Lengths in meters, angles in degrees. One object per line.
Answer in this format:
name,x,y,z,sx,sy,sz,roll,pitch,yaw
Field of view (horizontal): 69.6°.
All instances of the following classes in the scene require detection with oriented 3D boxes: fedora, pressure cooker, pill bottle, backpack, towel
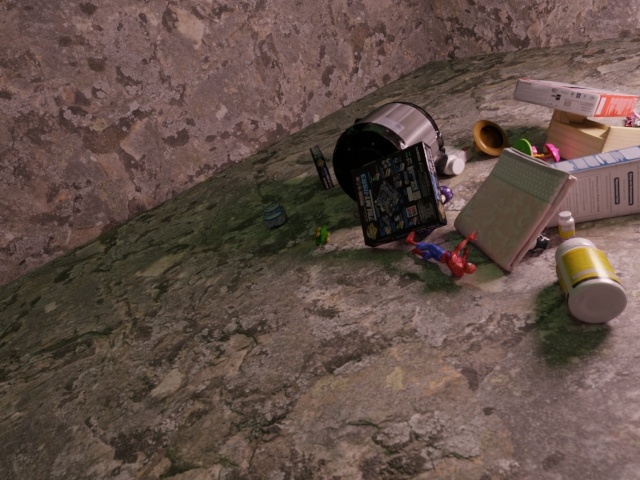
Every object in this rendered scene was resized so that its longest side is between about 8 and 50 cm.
fedora,0.734,-0.438,2.029,0.194,0.194,0.079,-37,-6,-30
pressure cooker,0.298,-0.366,1.897,0.375,0.370,0.420,-19,19,45
pill bottle,0.713,-0.042,1.336,0.043,0.083,0.043,-16,27,8
backpack,-0.215,-0.115,2.123,0.104,0.084,0.114,-19,29,7
pill bottle,0.542,-0.332,1.993,0.087,0.087,0.160,-30,28,-18
towel,0.568,-0.108,1.400,0.317,0.053,0.332,-60,20,16
pill bottle,0.639,0.088,1.107,0.119,0.119,0.209,-10,29,20

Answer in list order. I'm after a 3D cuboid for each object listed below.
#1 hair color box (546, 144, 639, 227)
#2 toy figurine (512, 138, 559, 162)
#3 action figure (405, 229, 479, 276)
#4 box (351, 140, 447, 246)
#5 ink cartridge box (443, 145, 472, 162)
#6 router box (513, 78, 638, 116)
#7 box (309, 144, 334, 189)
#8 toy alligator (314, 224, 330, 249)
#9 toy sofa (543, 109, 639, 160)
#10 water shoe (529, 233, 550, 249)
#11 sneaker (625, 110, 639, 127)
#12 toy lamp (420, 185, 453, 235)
hair color box,0.842,-0.163,1.373,0.346,0.174,0.105,-10,27,19
toy figurine,0.815,-0.304,1.739,0.159,0.173,0.130,-4,58,-11
action figure,0.396,0.021,1.418,0.139,0.091,0.280,-42,30,-4
box,0.266,-0.155,1.605,0.293,0.296,0.073,-20,-19,34
ink cartridge box,0.598,-0.382,2.082,0.099,0.056,0.135,-34,30,-26
router box,0.988,-0.557,1.797,0.300,0.082,0.335,-11,30,-34
box,0.005,-0.374,2.351,0.051,0.175,0.220,-21,27,1
toy alligator,0.000,0.000,1.800,0.051,0.056,0.190,-56,13,29
toy sofa,1.003,-0.370,1.713,0.150,0.177,0.363,3,25,-8
water shoe,0.623,-0.024,1.407,0.080,0.073,0.203,7,27,-4
sneaker,1.241,-0.480,1.838,0.057,0.047,0.119,-24,23,19
toy lamp,0.414,-0.108,1.678,0.080,0.080,0.275,0,34,34
